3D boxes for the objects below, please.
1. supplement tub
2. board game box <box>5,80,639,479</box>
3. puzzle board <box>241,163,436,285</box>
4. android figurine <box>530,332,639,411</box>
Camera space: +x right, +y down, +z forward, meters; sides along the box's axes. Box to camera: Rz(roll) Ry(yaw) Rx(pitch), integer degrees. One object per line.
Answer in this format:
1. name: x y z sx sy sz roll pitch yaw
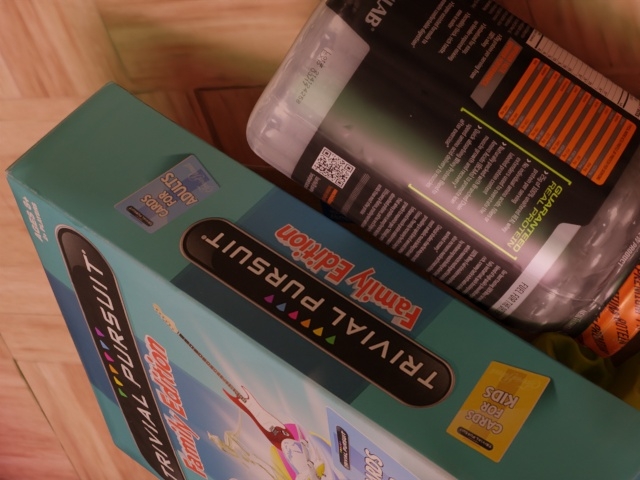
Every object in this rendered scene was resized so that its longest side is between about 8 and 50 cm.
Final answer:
1. supplement tub: 0.073 -0.038 0.766 0.190 0.117 0.117 35 138 1
2. board game box: 0.009 0.099 0.860 0.336 0.079 0.254 32 152 29
3. puzzle board: 0.000 0.000 0.928 0.128 0.011 0.096 6 129 28
4. android figurine: 0.184 0.151 0.914 0.248 0.056 0.273 38 138 -3
